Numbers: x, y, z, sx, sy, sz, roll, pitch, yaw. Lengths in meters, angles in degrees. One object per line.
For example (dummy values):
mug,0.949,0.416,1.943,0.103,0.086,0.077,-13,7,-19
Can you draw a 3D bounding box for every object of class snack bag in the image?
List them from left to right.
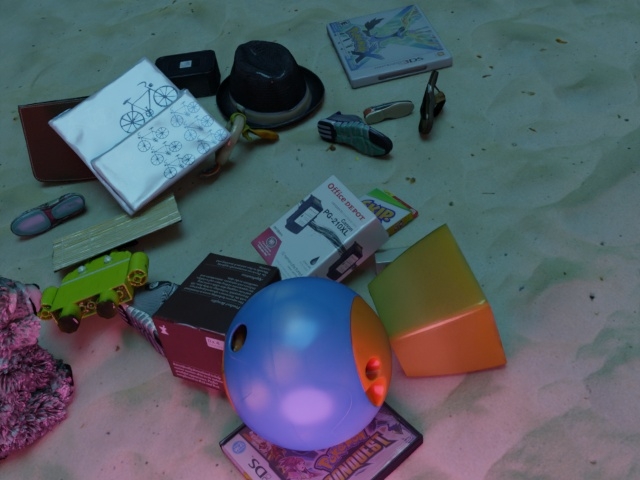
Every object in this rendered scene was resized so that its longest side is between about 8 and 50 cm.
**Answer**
snack bag,-0.447,-0.277,1.795,0.323,0.037,0.342,-40,77,-16

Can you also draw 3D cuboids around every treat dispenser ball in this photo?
treat dispenser ball,-0.022,0.204,1.218,0.288,0.288,0.288,-5,46,5

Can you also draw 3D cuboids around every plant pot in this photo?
plant pot,0.210,0.137,1.364,0.187,0.212,0.212,-24,46,4

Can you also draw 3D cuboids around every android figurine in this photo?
android figurine,-0.483,0.097,1.555,0.248,0.056,0.273,-20,26,2

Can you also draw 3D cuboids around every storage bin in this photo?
storage bin,-0.391,-0.485,2.128,0.180,0.084,0.122,-8,46,3

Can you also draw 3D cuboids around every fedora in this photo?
fedora,-0.151,-0.457,2.012,0.333,0.153,0.334,-5,46,5

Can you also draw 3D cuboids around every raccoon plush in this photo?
raccoon plush,-0.613,0.273,1.295,0.216,0.299,0.447,-1,47,8

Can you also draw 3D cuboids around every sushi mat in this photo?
sushi mat,-0.484,-0.023,1.708,0.316,0.019,0.151,-23,35,-9

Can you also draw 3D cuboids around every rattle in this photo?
rattle,-0.215,-0.221,1.884,0.130,0.142,0.200,-13,53,44

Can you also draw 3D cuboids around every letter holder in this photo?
letter holder,-0.617,-0.279,1.943,0.301,0.215,0.152,-8,14,-2

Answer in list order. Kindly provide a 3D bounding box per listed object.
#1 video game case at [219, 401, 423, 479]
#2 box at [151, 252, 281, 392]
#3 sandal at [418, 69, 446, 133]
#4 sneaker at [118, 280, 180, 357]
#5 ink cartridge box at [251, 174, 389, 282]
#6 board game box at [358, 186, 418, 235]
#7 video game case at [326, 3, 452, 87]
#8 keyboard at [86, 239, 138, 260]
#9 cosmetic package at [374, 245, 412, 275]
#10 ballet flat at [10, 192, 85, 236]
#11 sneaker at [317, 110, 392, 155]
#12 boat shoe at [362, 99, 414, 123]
video game case,-0.001,0.361,1.290,0.275,0.035,0.248,-36,51,-22
box,-0.183,0.158,1.399,0.168,0.167,0.203,12,42,26
sandal,0.298,-0.357,1.892,0.060,0.090,0.219,13,47,-1
sneaker,-0.324,0.148,1.515,0.132,0.086,0.228,-37,51,-27
ink cartridge box,0.000,0.000,1.542,0.237,0.100,0.172,-40,53,-3
board game box,0.092,-0.033,1.652,0.259,0.039,0.124,-33,50,-23
video game case,0.197,-0.587,2.157,0.299,0.036,0.329,-14,46,-4
keyboard,-0.483,-0.005,1.730,0.180,0.023,0.108,-31,43,-18
cosmetic package,0.174,0.047,1.543,0.115,0.060,0.041,-5,45,3
ballet flat,-0.678,-0.065,1.802,0.188,0.070,0.070,-24,47,-15
sneaker,0.103,-0.289,1.861,0.223,0.083,0.098,23,50,29
boat shoe,0.181,-0.350,1.929,0.137,0.049,0.043,-16,44,1
